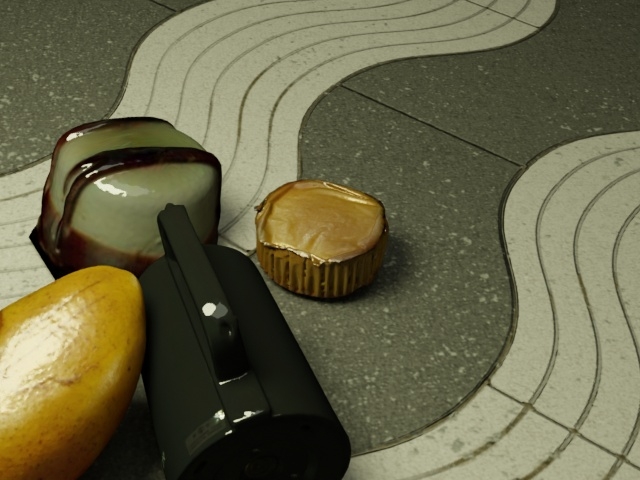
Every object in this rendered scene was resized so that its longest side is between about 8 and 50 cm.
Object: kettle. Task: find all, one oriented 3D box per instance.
[{"bbox_3d":[-0.127,0.147,1.181,0.203,0.262,0.308,-38,45,10],"label":"kettle"}]

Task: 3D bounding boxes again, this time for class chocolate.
[{"bbox_3d":[-0.279,-0.069,1.478,0.283,0.186,0.284,4,40,-3],"label":"chocolate"}]

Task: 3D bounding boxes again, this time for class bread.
[{"bbox_3d":[0.001,0.000,1.503,0.199,0.104,0.199,1,42,-1],"label":"bread"}]

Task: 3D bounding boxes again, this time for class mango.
[{"bbox_3d":[-0.321,0.172,1.133,0.199,0.201,0.350,47,71,-9],"label":"mango"}]
